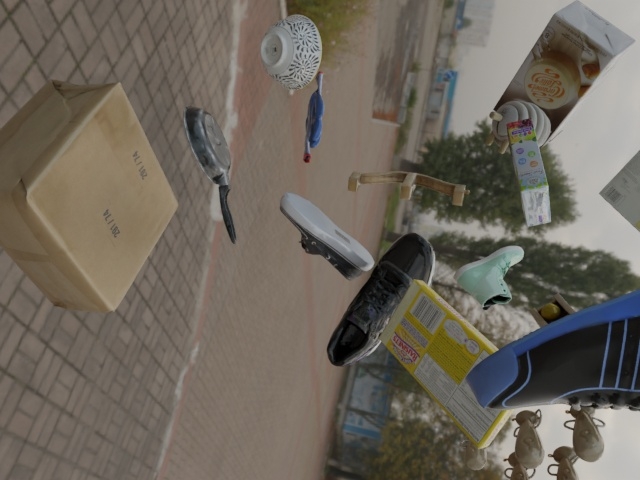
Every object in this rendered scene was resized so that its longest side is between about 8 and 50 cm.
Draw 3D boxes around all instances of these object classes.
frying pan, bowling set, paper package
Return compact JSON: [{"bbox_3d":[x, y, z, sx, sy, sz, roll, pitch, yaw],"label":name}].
[{"bbox_3d":[-0.249,-0.172,1.344,0.197,0.053,0.326,48,24,-66],"label":"frying pan"},{"bbox_3d":[0.447,0.460,1.194,0.154,0.286,0.200,-50,126,-63],"label":"bowling set"},{"bbox_3d":[-0.442,-0.082,1.072,0.325,0.168,0.310,74,29,-48],"label":"paper package"}]

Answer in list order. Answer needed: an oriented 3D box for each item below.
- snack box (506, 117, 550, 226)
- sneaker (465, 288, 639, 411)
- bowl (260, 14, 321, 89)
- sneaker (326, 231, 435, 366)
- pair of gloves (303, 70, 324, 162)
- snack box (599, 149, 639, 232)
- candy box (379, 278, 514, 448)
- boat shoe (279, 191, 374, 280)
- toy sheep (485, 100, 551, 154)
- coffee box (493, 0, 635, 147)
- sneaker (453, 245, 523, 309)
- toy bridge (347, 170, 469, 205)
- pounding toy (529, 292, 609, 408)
[{"bbox_3d":[0.287,-0.089,0.791,0.141,0.037,0.100,39,41,-61],"label":"snack box"},{"bbox_3d":[0.220,0.087,0.398,0.081,0.232,0.091,31,37,-58],"label":"sneaker"},{"bbox_3d":[-0.086,-0.436,1.327,0.080,0.170,0.170,-11,115,-50],"label":"bowl"},{"bbox_3d":[0.109,0.118,1.043,0.283,0.107,0.124,-60,165,17],"label":"sneaker"},{"bbox_3d":[-0.012,-0.255,1.202,0.198,0.023,0.159,141,-45,-78],"label":"pair of gloves"},{"bbox_3d":[0.788,-0.060,1.239,0.060,0.322,0.187,-13,147,-37],"label":"snack box"},{"bbox_3d":[0.164,0.150,0.738,0.027,0.206,0.105,8,117,-40],"label":"candy box"},{"bbox_3d":[0.000,0.000,1.107,0.076,0.228,0.080,-43,-153,22],"label":"boat shoe"},{"bbox_3d":[0.312,-0.177,0.912,0.132,0.091,0.091,9,93,-38],"label":"toy sheep"},{"bbox_3d":[0.481,-0.328,1.164,0.098,0.141,0.247,-36,161,-31],"label":"coffee box"},{"bbox_3d":[0.538,0.116,1.722,0.151,0.255,0.094,55,-27,31],"label":"sneaker"},{"bbox_3d":[0.142,-0.088,0.920,0.063,0.188,0.026,-55,150,-57],"label":"toy bridge"},{"bbox_3d":[0.507,0.226,1.221,0.154,0.154,0.269,53,10,-21],"label":"pounding toy"}]
